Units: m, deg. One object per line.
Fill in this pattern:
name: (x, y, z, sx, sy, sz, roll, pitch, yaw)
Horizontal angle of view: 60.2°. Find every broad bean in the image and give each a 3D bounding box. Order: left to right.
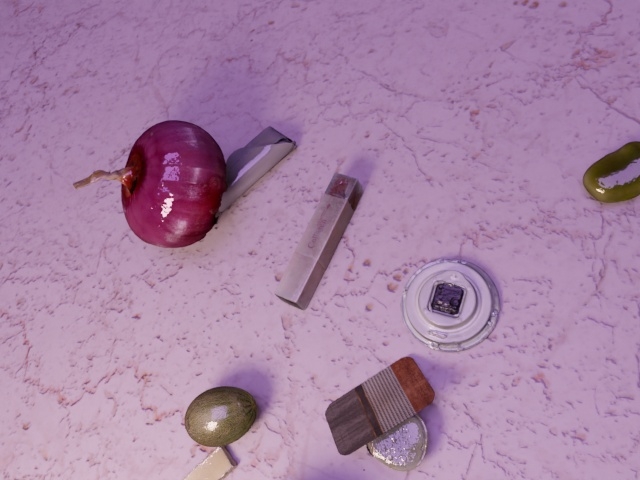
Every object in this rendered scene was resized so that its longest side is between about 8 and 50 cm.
broad bean: (0.717, -0.159, 1.304, 0.174, 0.082, 0.124, -42, 60, 9)

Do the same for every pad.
pad: (0.134, 0.383, 1.169, 0.249, 0.323, 0.055, -33, 100, 2)

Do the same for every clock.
clock: (0.305, 0.146, 1.316, 0.236, 0.053, 0.237, -8, 65, 17)

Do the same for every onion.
onion: (-0.423, -0.160, 1.521, 0.357, 0.345, 0.359, -5, 78, 24)

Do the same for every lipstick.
lipstick: (0.000, 0.000, 1.467, 0.076, 0.080, 0.372, 20, 74, 24)

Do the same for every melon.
melon: (-0.246, 0.424, 1.327, 0.192, 0.139, 0.139, -20, 62, 11)

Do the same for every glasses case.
glasses case: (-0.221, -0.225, 1.639, 0.308, 0.083, 0.128, -43, 62, -4)

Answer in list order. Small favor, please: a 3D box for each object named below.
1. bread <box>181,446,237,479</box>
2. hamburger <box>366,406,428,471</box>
bread: (-0.276, 0.570, 1.334, 0.153, 0.028, 0.068, -43, 61, -3)
hamburger: (0.170, 0.438, 1.225, 0.139, 0.062, 0.133, 14, 75, 22)
